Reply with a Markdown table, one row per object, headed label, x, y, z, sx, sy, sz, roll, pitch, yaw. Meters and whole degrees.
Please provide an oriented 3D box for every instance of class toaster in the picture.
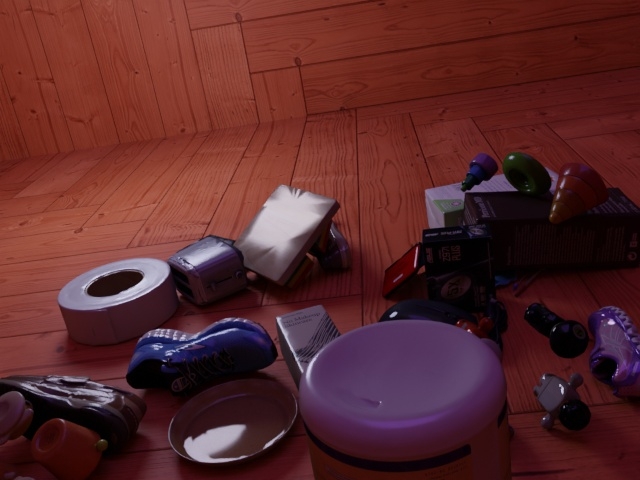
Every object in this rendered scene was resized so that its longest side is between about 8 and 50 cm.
| label | x | y | z | sx | sy | sz | roll | pitch | yaw |
| --- | --- | --- | --- | --- | --- | --- | --- | --- | --- |
| toaster | -0.297 | 0.076 | 1.789 | 0.146 | 0.129 | 0.227 | -26 | 29 | -28 |

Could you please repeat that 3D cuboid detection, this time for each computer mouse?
| label | x | y | z | sx | sy | sz | roll | pitch | yaw |
| --- | --- | --- | --- | --- | --- | --- | --- | --- | --- |
| computer mouse | 0.245 | 0.163 | 1.436 | 0.272 | 0.072 | 0.188 | 0 | 26 | 22 |

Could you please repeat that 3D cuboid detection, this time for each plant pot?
| label | x | y | z | sx | sy | sz | roll | pitch | yaw |
| --- | --- | --- | --- | --- | --- | --- | --- | --- | --- |
| plant pot | -0.155 | 0.332 | 1.253 | 0.236 | 0.032 | 0.236 | -9 | 23 | 4 |

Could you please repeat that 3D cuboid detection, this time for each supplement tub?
| label | x | y | z | sx | sy | sz | roll | pitch | yaw |
| --- | --- | --- | --- | --- | --- | --- | --- | --- | --- |
| supplement tub | 0.113 | 0.292 | 0.853 | 0.240 | 0.332 | 0.241 | -8 | 23 | 3 |

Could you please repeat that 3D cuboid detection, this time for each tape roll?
| label | x | y | z | sx | sy | sz | roll | pitch | yaw |
| --- | --- | --- | --- | --- | --- | --- | --- | --- | --- |
| tape roll | -0.505 | 0.148 | 1.738 | 0.286 | 0.100 | 0.286 | -8 | 23 | 3 |

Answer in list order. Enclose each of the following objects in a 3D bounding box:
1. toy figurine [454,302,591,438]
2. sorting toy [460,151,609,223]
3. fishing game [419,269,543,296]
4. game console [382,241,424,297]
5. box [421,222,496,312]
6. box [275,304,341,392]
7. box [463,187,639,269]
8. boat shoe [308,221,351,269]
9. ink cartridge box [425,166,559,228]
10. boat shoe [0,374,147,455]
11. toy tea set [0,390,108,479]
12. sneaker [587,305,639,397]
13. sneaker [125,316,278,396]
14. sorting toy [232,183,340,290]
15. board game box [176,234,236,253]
| label | x | y | z | sx | sy | sz | roll | pitch | yaw |
| --- | --- | --- | --- | --- | --- | --- | --- | --- | --- |
| toy figurine | 0.320 | 0.217 | 1.101 | 0.212 | 0.210 | 0.148 | -11 | 11 | -3 |
| sorting toy | 0.463 | -0.114 | 1.587 | 0.126 | 0.127 | 0.365 | -46 | 37 | -17 |
| fishing game | 0.388 | 0.063 | 1.657 | 0.264 | 0.041 | 0.189 | 13 | 34 | 42 |
| game console | 0.221 | 0.072 | 1.627 | 0.085 | 0.144 | 0.124 | 27 | 47 | -16 |
| box | 0.303 | 0.063 | 1.506 | 0.147 | 0.180 | 0.077 | -5 | 23 | 11 |
| box | -0.003 | 0.233 | 1.342 | 0.113 | 0.094 | 0.275 | -15 | 24 | -12 |
| box | 0.542 | -0.031 | 1.641 | 0.381 | 0.143 | 0.191 | -3 | 24 | 3 |
| boat shoe | 0.000 | 0.000 | 1.883 | 0.092 | 0.103 | 0.285 | -11 | 28 | -15 |
| ink cartridge box | 0.481 | -0.090 | 1.871 | 0.353 | 0.119 | 0.207 | -12 | 22 | -2 |
| boat shoe | -0.477 | 0.319 | 1.324 | 0.323 | 0.123 | 0.120 | 10 | 23 | 22 |
| toy tea set | -0.524 | 0.387 | 1.220 | 0.336 | 0.124 | 0.200 | 13 | 61 | 36 |
| sneaker | 0.518 | 0.200 | 1.225 | 0.104 | 0.095 | 0.236 | -17 | 24 | 3 |
| sneaker | -0.240 | 0.251 | 1.386 | 0.329 | 0.130 | 0.147 | -11 | 27 | 18 |
| sorting toy | -0.084 | -0.005 | 1.812 | 0.257 | 0.089 | 0.255 | 20 | 70 | 50 |
| board game box | -0.286 | 0.037 | 2.002 | 0.259 | 0.030 | 0.136 | 12 | 29 | 42 |
